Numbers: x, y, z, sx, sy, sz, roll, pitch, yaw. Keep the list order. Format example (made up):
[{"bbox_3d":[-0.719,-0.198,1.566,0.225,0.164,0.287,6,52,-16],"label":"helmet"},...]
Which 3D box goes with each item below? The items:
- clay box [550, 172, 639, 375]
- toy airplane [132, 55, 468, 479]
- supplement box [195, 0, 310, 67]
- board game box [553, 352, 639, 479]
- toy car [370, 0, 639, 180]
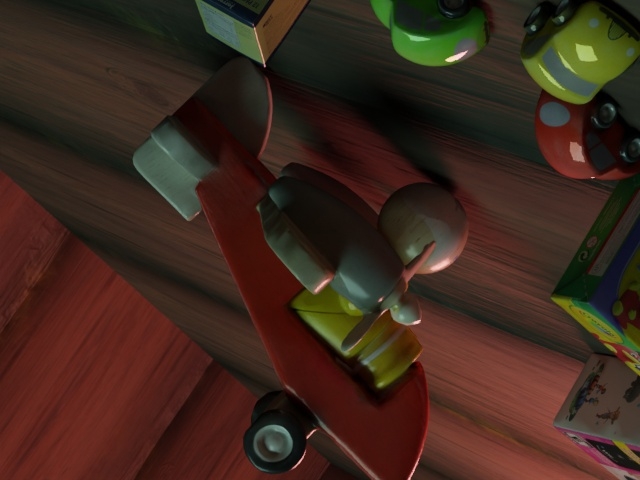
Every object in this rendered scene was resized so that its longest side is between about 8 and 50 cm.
[{"bbox_3d":[0.288,0.055,1.376,0.222,0.127,0.053,39,166,-26],"label":"clay box"},{"bbox_3d":[0.000,0.000,1.704,0.384,0.272,0.386,64,-175,-48],"label":"toy airplane"},{"bbox_3d":[-0.048,-0.192,1.377,0.056,0.083,0.083,30,168,13],"label":"supplement box"},{"bbox_3d":[0.404,0.224,1.801,0.224,0.097,0.303,38,166,-20],"label":"board game box"},{"bbox_3d":[0.122,-0.126,1.275,0.225,0.053,0.239,29,167,19],"label":"toy car"}]
